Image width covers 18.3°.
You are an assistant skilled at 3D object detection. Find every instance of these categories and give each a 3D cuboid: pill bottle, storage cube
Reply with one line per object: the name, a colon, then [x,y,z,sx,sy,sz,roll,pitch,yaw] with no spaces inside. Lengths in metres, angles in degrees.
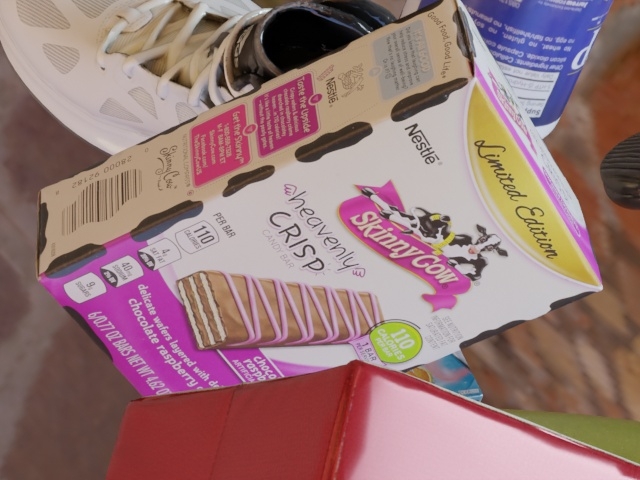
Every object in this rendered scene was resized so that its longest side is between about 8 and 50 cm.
pill bottle: [0.101,-0.119,1.160,0.112,0.112,0.187,-8,131,-40]
storage cube: [0.019,0.169,0.754,0.215,0.183,0.193,23,70,-27]

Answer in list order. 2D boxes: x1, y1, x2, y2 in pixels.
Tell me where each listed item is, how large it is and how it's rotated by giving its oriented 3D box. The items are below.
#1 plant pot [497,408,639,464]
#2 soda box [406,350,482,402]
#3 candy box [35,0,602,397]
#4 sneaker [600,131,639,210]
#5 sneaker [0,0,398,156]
plant pot: [0.141,0.229,1.390,0.293,0.275,0.275,-11,136,-2]
soda box: [0.031,0.131,1.570,0.183,0.058,0.063,-6,138,-23]
candy box: [0.000,0.000,0.977,0.233,0.071,0.159,-25,130,14]
sneaker: [0.366,-0.037,1.683,0.330,0.122,0.146,-13,106,-39]
sneaker: [-0.056,-0.137,1.388,0.169,0.447,0.257,-51,163,-20]
